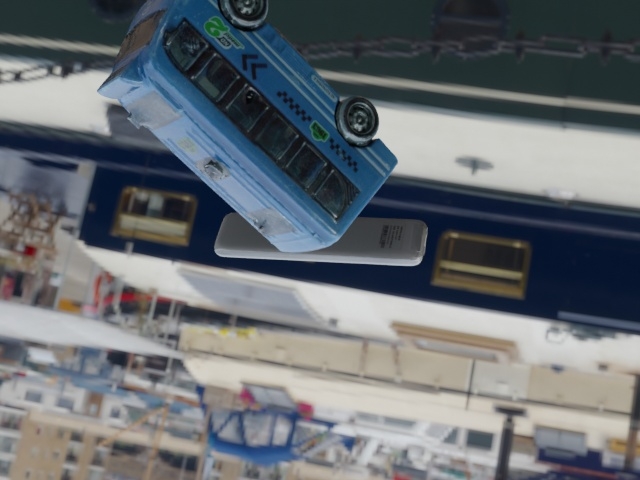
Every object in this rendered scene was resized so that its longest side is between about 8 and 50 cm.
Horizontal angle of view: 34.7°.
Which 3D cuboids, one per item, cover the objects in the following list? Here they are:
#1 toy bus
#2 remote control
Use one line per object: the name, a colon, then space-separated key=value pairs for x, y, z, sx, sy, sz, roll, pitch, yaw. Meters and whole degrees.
toy bus: x=-0.062 y=-0.107 z=0.873 sx=0.246 sy=0.134 sz=0.113 roll=43 pitch=156 yaw=-21
remote control: x=0.000 y=0.000 z=1.253 sx=0.261 sy=0.067 sz=0.029 roll=2 pitch=139 yaw=14
